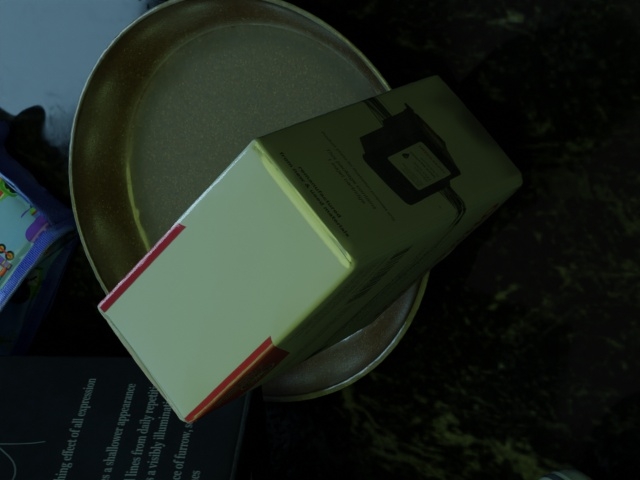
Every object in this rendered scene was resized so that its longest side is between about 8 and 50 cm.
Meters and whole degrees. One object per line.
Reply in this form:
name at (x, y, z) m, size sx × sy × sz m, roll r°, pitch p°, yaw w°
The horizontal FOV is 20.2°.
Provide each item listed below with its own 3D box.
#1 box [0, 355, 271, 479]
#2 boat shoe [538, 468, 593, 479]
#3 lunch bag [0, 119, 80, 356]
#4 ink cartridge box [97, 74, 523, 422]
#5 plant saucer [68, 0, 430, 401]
box at (-0.245, 0.247, 1.283) m, size 0.395 × 0.293 × 0.212 m, roll 1°, pitch 123°, yaw 6°
boat shoe at (0.184, 0.403, 1.246) m, size 0.187 × 0.156 × 0.500 m, roll -147°, pitch 47°, yaw -66°
lunch bag at (-0.339, 0.019, 1.482) m, size 0.221 × 0.138 × 0.293 m, roll 39°, pitch 111°, yaw 17°
ink cartridge box at (0.000, 0.000, 1.149) m, size 0.100 × 0.237 × 0.172 m, roll 52°, pitch 123°, yaw 9°
plant saucer at (-0.047, -0.033, 1.333) m, size 0.310 × 0.050 × 0.310 m, roll 9°, pitch 109°, yaw 28°
